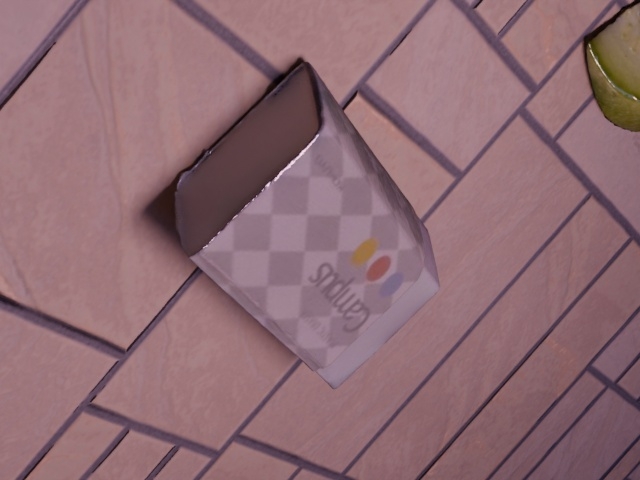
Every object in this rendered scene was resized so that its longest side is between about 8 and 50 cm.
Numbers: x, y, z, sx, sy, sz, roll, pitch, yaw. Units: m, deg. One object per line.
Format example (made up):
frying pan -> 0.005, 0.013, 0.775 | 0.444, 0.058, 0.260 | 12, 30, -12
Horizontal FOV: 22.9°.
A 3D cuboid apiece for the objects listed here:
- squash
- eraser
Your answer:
squash -> 0.405, -0.217, 1.931 | 0.237, 0.155, 0.204 | -33, 109, -18
eraser -> 0.000, 0.000, 1.639 | 0.213, 0.082, 0.397 | -44, 148, -2
